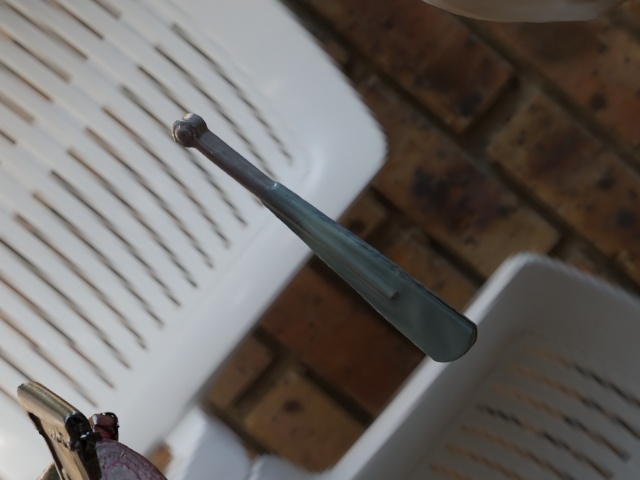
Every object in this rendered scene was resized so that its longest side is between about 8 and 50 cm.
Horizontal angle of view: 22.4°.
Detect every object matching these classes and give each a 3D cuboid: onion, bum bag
[{"bbox_3d":[-0.250,0.290,1.820,0.195,0.140,0.218,21,32,-38],"label":"onion"},{"bbox_3d":[-0.184,0.188,1.265,0.109,0.026,0.159,20,-46,56],"label":"bum bag"}]

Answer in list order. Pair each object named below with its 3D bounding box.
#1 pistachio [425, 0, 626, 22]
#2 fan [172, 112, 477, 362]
[{"bbox_3d":[0.090,-0.212,0.671,0.230,0.230,0.309,47,7,24],"label":"pistachio"},{"bbox_3d":[0.000,0.000,1.224,0.282,0.057,0.023,37,49,-3],"label":"fan"}]
